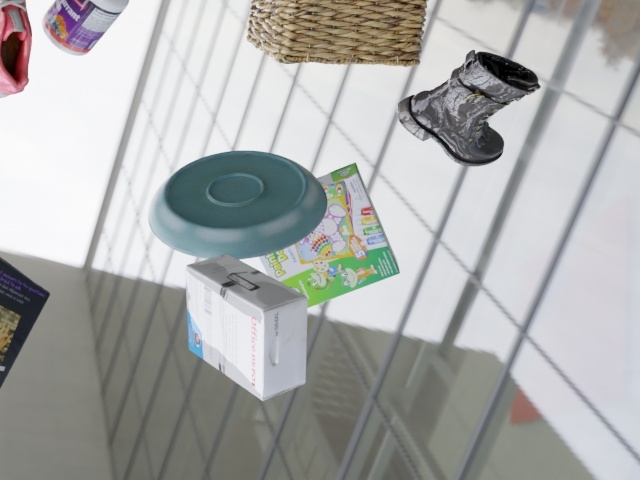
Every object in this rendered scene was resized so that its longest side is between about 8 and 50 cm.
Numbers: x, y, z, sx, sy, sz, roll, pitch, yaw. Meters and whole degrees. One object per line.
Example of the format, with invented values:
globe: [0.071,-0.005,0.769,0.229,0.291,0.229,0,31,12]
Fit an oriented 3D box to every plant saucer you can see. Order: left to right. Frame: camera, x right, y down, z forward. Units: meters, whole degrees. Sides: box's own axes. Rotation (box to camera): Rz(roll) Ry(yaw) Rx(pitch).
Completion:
plant saucer: [-0.147,-0.076,1.911,0.318,0.043,0.317,-2,-145,1]

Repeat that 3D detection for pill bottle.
pill bottle: [-0.417,-0.437,1.989,0.108,0.193,0.108,31,-143,-27]

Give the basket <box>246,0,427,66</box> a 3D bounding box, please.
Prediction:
basket: [0.030,-0.443,1.946,0.299,0.223,0.213,-3,-156,-23]

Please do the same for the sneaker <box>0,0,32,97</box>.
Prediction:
sneaker: [-0.545,-0.403,1.897,0.116,0.313,0.136,-12,-162,-36]

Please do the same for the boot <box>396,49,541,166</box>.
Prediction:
boot: [0.284,-0.224,1.856,0.263,0.091,0.229,17,151,-35]

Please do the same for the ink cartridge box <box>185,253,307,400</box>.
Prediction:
ink cartridge box: [-0.112,0.125,1.622,0.086,0.148,0.203,-16,-152,-37]

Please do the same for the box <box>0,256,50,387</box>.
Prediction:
box: [-0.562,0.158,1.654,0.165,0.270,0.143,-3,144,43]

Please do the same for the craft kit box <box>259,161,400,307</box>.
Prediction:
craft kit box: [0.000,0.000,2.139,0.247,0.250,0.061,-20,-151,10]
